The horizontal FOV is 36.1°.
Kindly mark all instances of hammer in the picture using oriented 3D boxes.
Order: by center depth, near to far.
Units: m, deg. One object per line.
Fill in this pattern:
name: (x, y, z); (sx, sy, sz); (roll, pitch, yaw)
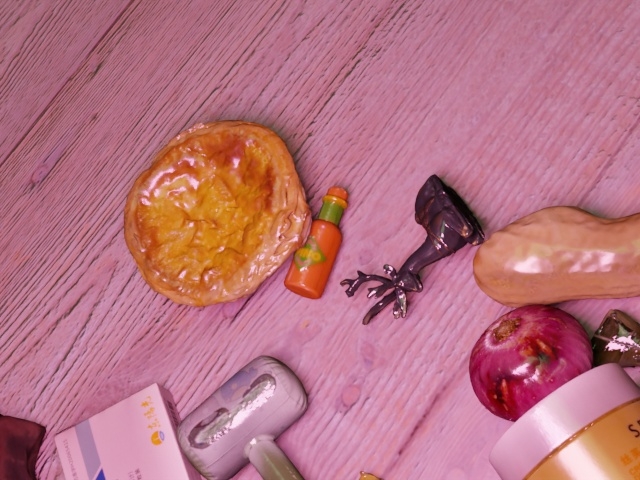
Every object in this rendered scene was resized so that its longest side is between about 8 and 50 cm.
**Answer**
hammer: (-0.055, 0.344, 1.451); (0.206, 0.119, 0.335); (-41, 64, 0)

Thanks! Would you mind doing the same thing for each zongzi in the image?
zongzi: (0.426, 0.171, 1.388); (0.109, 0.055, 0.119); (35, 94, 27)

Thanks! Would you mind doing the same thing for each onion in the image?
onion: (0.295, 0.172, 1.372); (0.153, 0.177, 0.177); (26, 75, -13)

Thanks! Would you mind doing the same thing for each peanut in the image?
peanut: (0.378, 0.016, 1.422); (0.318, 0.147, 0.148); (-8, 65, 15)

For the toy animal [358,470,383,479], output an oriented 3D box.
toy animal: (0.092, 0.433, 1.391); (0.136, 0.073, 0.181); (10, 84, 31)

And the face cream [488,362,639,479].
face cream: (0.356, 0.295, 1.261); (0.218, 0.218, 0.179); (-36, 62, 2)

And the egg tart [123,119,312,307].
egg tart: (-0.168, -0.037, 1.643); (0.341, 0.129, 0.341); (-7, 67, 17)

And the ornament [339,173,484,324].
ornament: (0.130, 0.019, 1.531); (0.236, 0.080, 0.202); (-45, 27, 14)

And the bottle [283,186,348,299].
bottle: (0.000, 0.000, 1.602); (0.069, 0.069, 0.187); (12, 71, 24)

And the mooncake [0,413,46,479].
mooncake: (-0.561, 0.427, 1.563); (0.333, 0.174, 0.326); (6, 68, 23)

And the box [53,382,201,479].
box: (-0.277, 0.416, 1.522); (0.200, 0.065, 0.343); (-28, 62, 6)
